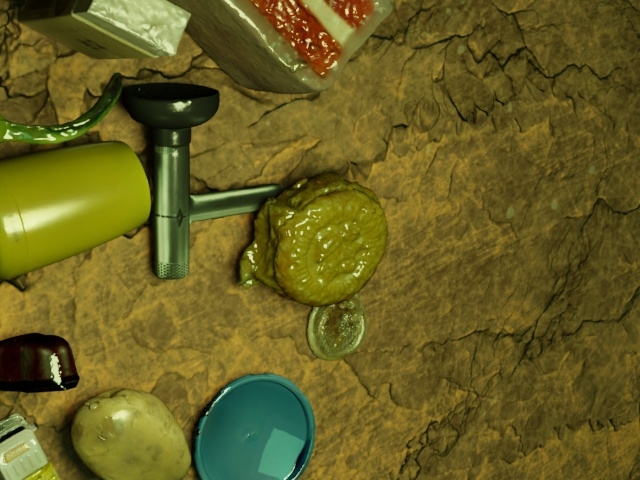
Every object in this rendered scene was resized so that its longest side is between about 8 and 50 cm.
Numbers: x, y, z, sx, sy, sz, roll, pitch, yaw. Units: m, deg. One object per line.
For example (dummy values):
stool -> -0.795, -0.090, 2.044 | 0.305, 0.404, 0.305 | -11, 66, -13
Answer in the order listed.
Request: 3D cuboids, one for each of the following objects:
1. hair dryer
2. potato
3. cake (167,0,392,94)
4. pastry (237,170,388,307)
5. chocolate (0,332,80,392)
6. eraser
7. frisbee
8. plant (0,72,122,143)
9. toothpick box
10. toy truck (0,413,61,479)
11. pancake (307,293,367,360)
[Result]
hair dryer -> -0.190, -0.126, 1.913 | 0.284, 0.155, 0.320 | -31, 126, -45
potato -> -0.308, 0.322, 1.872 | 0.234, 0.128, 0.161 | 20, 102, -35
cake -> -0.082, -0.402, 1.843 | 0.309, 0.230, 0.237 | 41, 73, -27
pastry -> 0.000, 0.000, 1.966 | 0.235, 0.132, 0.240 | 10, 101, -44
chocolate -> -0.436, 0.182, 1.772 | 0.125, 0.148, 0.080 | -26, 114, -66
eraser -> -0.318, -0.323, 1.643 | 0.144, 0.343, 0.078 | 25, 86, -29
frisbee -> -0.120, 0.351, 2.023 | 0.242, 0.045, 0.242 | -5, 100, -29
plant -> -0.464, -0.174, 1.594 | 0.333, 0.180, 0.251 | 3, 70, -1
toothpick box -> -0.397, -0.058, 1.735 | 0.271, 0.175, 0.175 | -19, 106, -31
toy truck -> -0.451, 0.392, 1.794 | 0.098, 0.114, 0.227 | -31, 111, -23
pancake -> 0.033, 0.156, 2.099 | 0.139, 0.022, 0.139 | -5, 100, -31
